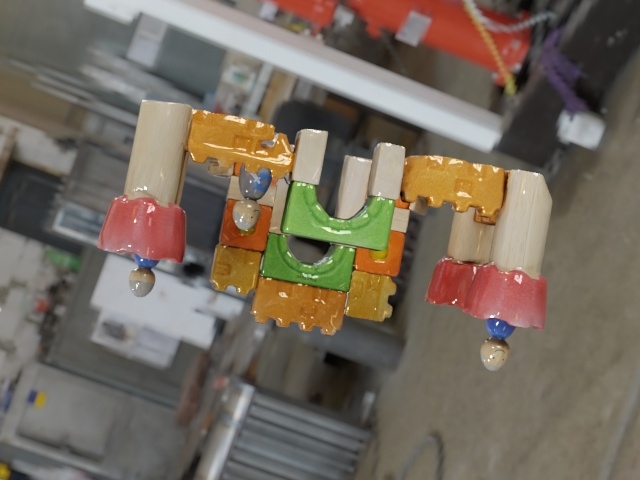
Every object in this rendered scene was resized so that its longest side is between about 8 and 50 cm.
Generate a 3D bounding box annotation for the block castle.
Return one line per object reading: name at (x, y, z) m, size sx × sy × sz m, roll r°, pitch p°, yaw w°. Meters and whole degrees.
block castle at (0.000, 0.000, 1.493) m, size 0.303 × 0.453 × 0.212 m, roll -172°, pitch 92°, yaw -84°
